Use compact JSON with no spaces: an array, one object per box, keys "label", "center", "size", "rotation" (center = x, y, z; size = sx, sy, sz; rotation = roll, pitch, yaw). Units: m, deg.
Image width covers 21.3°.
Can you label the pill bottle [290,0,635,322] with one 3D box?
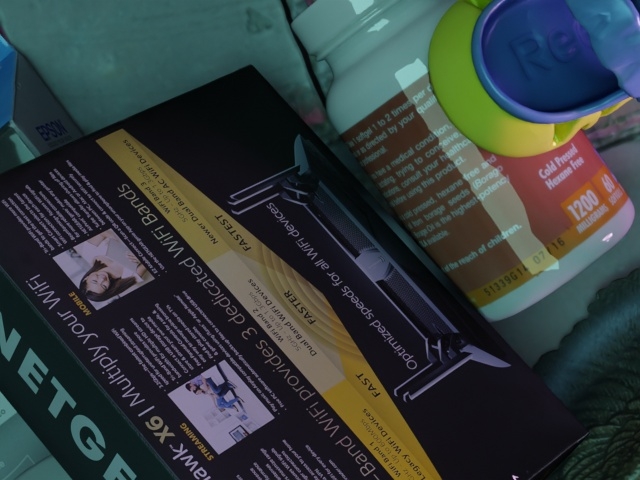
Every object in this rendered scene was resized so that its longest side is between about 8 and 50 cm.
[{"label":"pill bottle","center":[0.081,-0.068,1.018],"size":[0.121,0.121,0.216],"rotation":[-35,94,14]}]

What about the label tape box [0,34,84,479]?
[{"label":"label tape box","center":[-0.235,0.039,1.096],"size":[0.249,0.115,0.347],"rotation":[-38,94,14]}]

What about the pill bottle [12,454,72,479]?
[{"label":"pill bottle","center":[-0.098,0.264,1.031],"size":[0.161,0.161,0.283],"rotation":[-5,136,10]}]

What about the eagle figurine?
[{"label":"eagle figurine","center":[0.237,0.112,1.017],"size":[0.226,0.225,0.298],"rotation":[58,145,35]}]

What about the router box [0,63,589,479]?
[{"label":"router box","center":[-0.036,0.065,0.951],"size":[0.309,0.243,0.081],"rotation":[48,136,15]}]

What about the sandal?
[{"label":"sandal","center":[0.215,-0.151,0.932],"size":[0.317,0.138,0.126],"rotation":[-35,92,-17]}]
